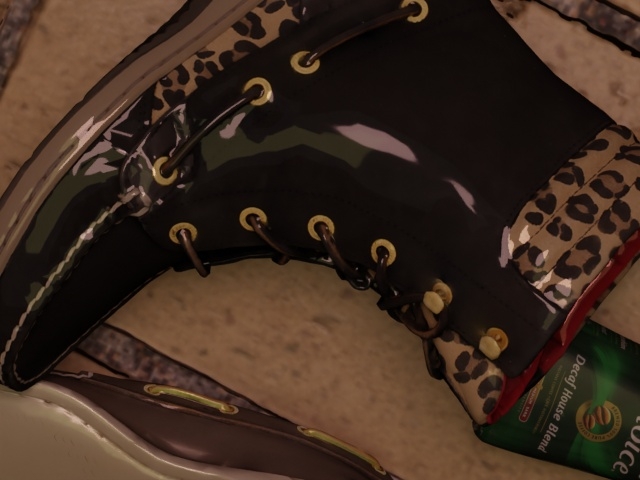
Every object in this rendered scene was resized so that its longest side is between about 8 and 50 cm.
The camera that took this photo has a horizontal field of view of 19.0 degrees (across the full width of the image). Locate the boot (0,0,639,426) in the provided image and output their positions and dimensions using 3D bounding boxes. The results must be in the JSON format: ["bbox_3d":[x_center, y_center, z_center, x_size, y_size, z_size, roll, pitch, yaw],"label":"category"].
[{"bbox_3d":[0.000,0.000,1.092,0.284,0.138,0.377,41,81,13],"label":"boot"}]

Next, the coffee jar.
[{"bbox_3d":[0.193,0.107,1.166,0.184,0.079,0.096,20,98,1],"label":"coffee jar"}]

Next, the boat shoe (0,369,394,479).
[{"bbox_3d":[-0.105,0.141,1.183,0.324,0.096,0.116,16,113,3],"label":"boat shoe"}]
